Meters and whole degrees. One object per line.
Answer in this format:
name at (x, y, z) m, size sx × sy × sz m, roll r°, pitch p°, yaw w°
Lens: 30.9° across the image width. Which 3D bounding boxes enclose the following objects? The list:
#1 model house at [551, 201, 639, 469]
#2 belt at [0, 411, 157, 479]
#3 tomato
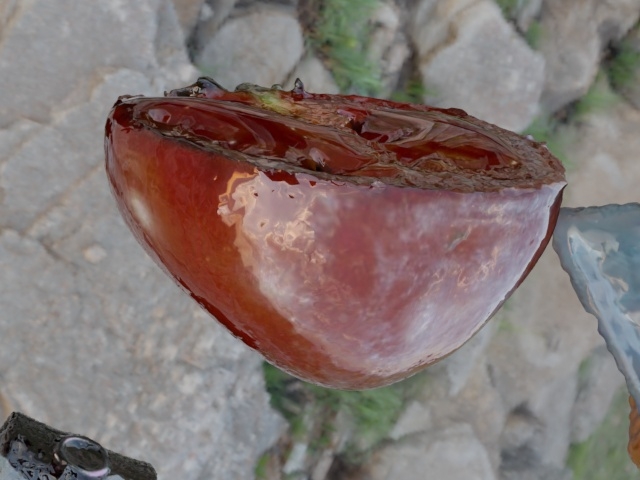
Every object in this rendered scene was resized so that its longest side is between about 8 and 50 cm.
model house at (0.342, 0.077, 0.953) m, size 0.360 × 0.339 × 0.297 m, roll 0°, pitch 120°, yaw -50°
belt at (-0.240, 0.261, 0.847) m, size 0.164 × 0.184 × 0.289 m, roll 23°, pitch 113°, yaw -18°
tomato at (0.000, 0.000, 0.394) m, size 0.159 × 0.139 × 0.091 m, roll 0°, pitch 109°, yaw -37°
